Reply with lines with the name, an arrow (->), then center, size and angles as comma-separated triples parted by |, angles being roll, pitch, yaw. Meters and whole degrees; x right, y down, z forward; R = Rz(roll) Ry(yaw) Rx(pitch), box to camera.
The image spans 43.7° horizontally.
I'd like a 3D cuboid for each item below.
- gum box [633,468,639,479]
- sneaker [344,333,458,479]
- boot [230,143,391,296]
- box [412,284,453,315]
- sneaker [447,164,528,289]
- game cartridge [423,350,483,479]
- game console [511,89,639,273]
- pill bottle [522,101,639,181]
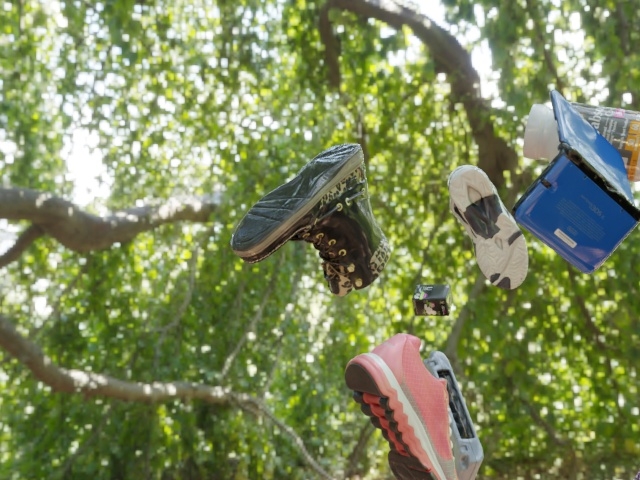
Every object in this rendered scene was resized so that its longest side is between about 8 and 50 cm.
gum box -> 0.573, 0.430, 1.253 | 0.107, 0.188, 0.062 | -34, -23, -45
sneaker -> 0.165, 0.282, 1.236 | 0.136, 0.313, 0.116 | -36, 20, -27
boot -> 0.000, 0.000, 1.694 | 0.138, 0.284, 0.377 | 6, 40, 42
box -> 0.266, 0.141, 1.893 | 0.083, 0.052, 0.062 | -1, 32, 22
sneaker -> 0.296, -0.035, 1.432 | 0.094, 0.235, 0.153 | -32, 10, 15
game cartridge -> 0.277, 0.421, 1.779 | 0.062, 0.297, 0.198 | -5, -47, -10
game console -> 0.512, -0.114, 1.633 | 0.293, 0.250, 0.173 | 31, 14, -34
pill bottle -> 0.627, -0.236, 1.869 | 0.279, 0.162, 0.162 | 12, 0, 20
